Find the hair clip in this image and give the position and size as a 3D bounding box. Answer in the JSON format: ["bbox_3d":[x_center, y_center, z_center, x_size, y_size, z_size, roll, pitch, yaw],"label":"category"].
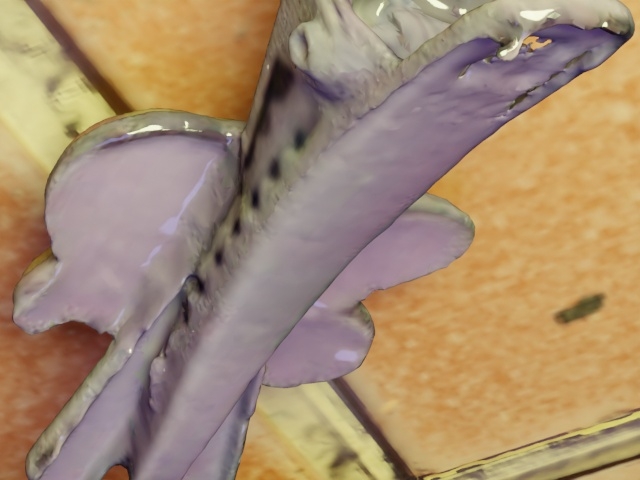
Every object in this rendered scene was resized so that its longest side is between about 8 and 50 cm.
[{"bbox_3d":[-0.002,-0.014,0.572,0.137,0.090,0.278,4,148,-31],"label":"hair clip"}]
